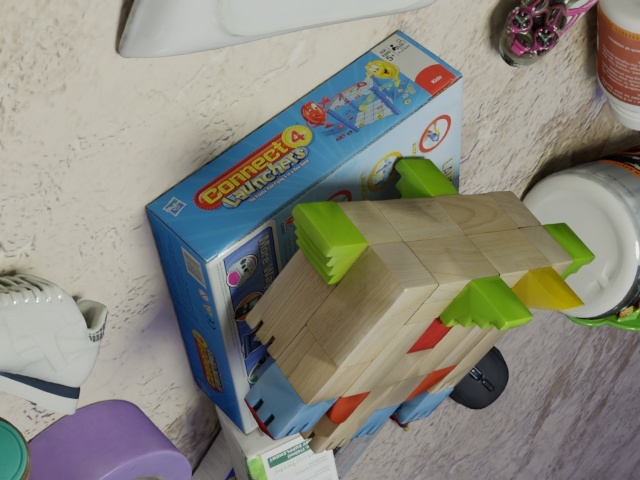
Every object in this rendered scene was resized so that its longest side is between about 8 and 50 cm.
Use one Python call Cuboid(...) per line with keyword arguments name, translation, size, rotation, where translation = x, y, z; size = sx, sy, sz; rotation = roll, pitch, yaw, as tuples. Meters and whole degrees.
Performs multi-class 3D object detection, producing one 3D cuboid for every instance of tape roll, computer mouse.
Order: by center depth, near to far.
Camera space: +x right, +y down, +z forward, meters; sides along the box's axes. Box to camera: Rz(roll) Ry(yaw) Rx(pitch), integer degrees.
Cuboid(name="tape roll", translation=(-0.222, 0.251, 1.225), size=(0.189, 0.080, 0.189), rotation=(-35, 149, -25))
Cuboid(name="computer mouse", translation=(0.191, 0.212, 1.773), size=(0.184, 0.060, 0.262), rotation=(-46, 151, -7))

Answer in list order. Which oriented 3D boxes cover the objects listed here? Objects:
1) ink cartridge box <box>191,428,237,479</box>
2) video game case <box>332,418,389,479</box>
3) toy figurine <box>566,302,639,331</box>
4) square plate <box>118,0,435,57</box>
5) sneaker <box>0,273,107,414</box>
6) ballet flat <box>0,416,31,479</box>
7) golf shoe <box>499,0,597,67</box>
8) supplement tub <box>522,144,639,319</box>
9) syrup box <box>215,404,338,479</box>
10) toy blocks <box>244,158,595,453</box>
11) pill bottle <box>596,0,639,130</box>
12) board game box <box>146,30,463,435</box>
Cuboid(name="ink cartridge box", translation=(-0.031, 0.207, 1.472), size=(0.206, 0.045, 0.208), rotation=(7, 121, -57))
Cuboid(name="video game case", translation=(0.003, 0.254, 1.511), size=(0.190, 0.022, 0.173), rotation=(-53, 153, 11))
Cuboid(name="toy figurine", translation=(0.461, 0.041, 1.927), size=(0.173, 0.130, 0.159), rotation=(-5, 120, -20))
Cuboid(name="square plate", translation=(0.046, -0.276, 0.927), size=(0.344, 0.049, 0.347), rotation=(-18, 150, -40))
Cuboid(name="sneaker", translation=(-0.249, 0.064, 0.975), size=(0.095, 0.090, 0.235), rotation=(-61, 155, -4))
Cuboid(name="ballet flat", translation=(-0.387, 0.230, 0.957), size=(0.342, 0.116, 0.124), rotation=(-24, 163, -37))
Cuboid(name="golf shoe", translation=(0.247, -0.255, 1.299), size=(0.186, 0.067, 0.086), rotation=(-46, 178, -6))
Cuboid(name="supplement tub", translation=(0.415, -0.024, 1.661), size=(0.316, 0.193, 0.193), rotation=(-18, 139, -45))
Cuboid(name="syrup box", translation=(-0.035, 0.264, 1.373), size=(0.093, 0.096, 0.237), rotation=(-23, 130, -14))
Cuboid(name="toy blocks", translation=(0.056, 0.084, 1.161), size=(0.381, 0.191, 0.261), rotation=(-6, 141, -52))
Cuboid(name="pill bottle", translation=(0.375, -0.222, 1.442), size=(0.121, 0.121, 0.216), rotation=(-42, 151, -14))
Cuboid(name="board game box", translation=(0.000, 0.000, 1.224), size=(0.302, 0.086, 0.308), rotation=(-37, 149, -22))
